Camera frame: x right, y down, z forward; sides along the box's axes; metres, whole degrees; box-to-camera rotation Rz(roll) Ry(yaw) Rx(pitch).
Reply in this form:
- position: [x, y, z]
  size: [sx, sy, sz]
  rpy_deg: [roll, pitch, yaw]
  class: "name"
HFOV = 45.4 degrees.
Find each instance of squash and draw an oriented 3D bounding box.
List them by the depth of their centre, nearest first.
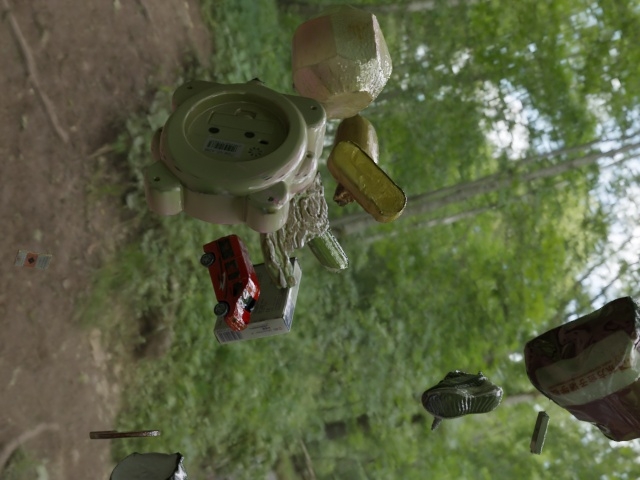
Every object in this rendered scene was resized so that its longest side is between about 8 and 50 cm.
- position: [0.000, 0.000, 1.880]
  size: [0.239, 0.069, 0.069]
  rpy_deg: [55, -1, -36]
  class: "squash"

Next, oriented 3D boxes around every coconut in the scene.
- position: [0.041, -0.372, 1.580]
  size: [0.237, 0.197, 0.237]
  rpy_deg: [-12, 90, -69]
  class: "coconut"

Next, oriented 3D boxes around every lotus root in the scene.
- position: [0.101, -0.238, 2.170]
  size: [0.146, 0.130, 0.303]
  rpy_deg: [59, 32, -53]
  class: "lotus root"

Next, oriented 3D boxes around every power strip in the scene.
- position: [0.448, 0.393, 1.566]
  size: [0.040, 0.016, 0.090]
  rpy_deg: [-47, 151, -86]
  class: "power strip"

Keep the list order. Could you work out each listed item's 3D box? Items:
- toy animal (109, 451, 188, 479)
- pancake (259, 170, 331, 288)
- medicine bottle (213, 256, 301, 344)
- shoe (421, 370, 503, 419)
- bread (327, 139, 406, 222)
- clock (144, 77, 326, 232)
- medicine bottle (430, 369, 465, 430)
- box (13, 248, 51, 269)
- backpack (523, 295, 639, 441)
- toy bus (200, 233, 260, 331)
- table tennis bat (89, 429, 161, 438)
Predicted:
- position: [-0.375, 0.610, 1.746]
  size: [0.165, 0.187, 0.235]
  rpy_deg: [-63, 145, -56]
  class: "toy animal"
- position: [-0.058, -0.066, 1.684]
  size: [0.197, 0.377, 0.054]
  rpy_deg: [34, -33, -30]
  class: "pancake"
- position: [-0.136, 0.127, 1.661]
  size: [0.201, 0.171, 0.052]
  rpy_deg: [-81, 153, -52]
  class: "medicine bottle"
- position: [0.359, 0.393, 1.998]
  size: [0.112, 0.227, 0.099]
  rpy_deg: [-115, -150, -57]
  class: "shoe"
- position: [0.118, -0.152, 1.963]
  size: [0.245, 0.102, 0.094]
  rpy_deg: [46, -12, 5]
  class: "bread"
- position: [-0.144, -0.147, 1.296]
  size: [0.309, 0.284, 0.114]
  rpy_deg: [-76, 176, -45]
  class: "clock"
- position: [0.371, 0.474, 2.237]
  size: [0.199, 0.057, 0.057]
  rpy_deg: [-65, -151, 17]
  class: "medicine bottle"
- position: [-0.735, 0.049, 1.956]
  size: [0.046, 0.083, 0.012]
  rpy_deg: [-63, -142, 21]
  class: "box"
- position: [0.629, 0.288, 1.634]
  size: [0.317, 0.283, 0.197]
  rpy_deg: [45, 35, -20]
  class: "backpack"
- position: [-0.176, 0.087, 1.554]
  size: [0.081, 0.089, 0.195]
  rpy_deg: [54, 13, -56]
  class: "toy bus"
- position: [-0.448, 0.433, 1.710]
  size: [0.220, 0.130, 0.019]
  rpy_deg: [-14, -107, 41]
  class: "table tennis bat"
